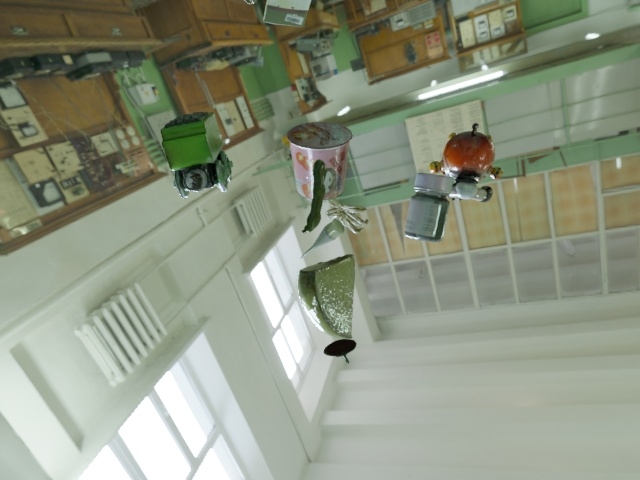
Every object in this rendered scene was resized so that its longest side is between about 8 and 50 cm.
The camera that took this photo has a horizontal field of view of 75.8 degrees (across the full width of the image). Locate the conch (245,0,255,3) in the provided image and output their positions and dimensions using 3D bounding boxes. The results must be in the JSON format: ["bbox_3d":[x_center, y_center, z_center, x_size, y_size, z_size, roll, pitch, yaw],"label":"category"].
[{"bbox_3d":[-0.236,-1.226,1.801,0.210,0.351,0.297,16,-162,16],"label":"conch"}]

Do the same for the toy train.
[{"bbox_3d":[-0.393,-0.281,1.333,0.174,0.248,0.307,-11,-155,-1],"label":"toy train"}]

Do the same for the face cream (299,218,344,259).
[{"bbox_3d":[0.000,0.000,1.724,0.224,0.070,0.114,-38,-178,34],"label":"face cream"}]

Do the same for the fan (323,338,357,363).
[{"bbox_3d":[0.052,0.267,0.987,0.085,0.005,0.133,-15,-169,-8],"label":"fan"}]

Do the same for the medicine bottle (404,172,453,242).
[{"bbox_3d":[0.452,-0.137,1.715,0.165,0.272,0.165,10,-173,-1],"label":"medicine bottle"}]

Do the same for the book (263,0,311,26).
[{"bbox_3d":[-0.129,-1.072,1.786,0.202,0.026,0.289,-3,152,-23],"label":"book"}]

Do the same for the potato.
[{"bbox_3d":[0.000,0.133,1.177,0.112,0.255,0.269,-9,-114,26],"label":"potato"}]

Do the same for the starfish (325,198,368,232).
[{"bbox_3d":[0.095,-0.124,1.794,0.071,0.238,0.216,-39,179,-41],"label":"starfish"}]

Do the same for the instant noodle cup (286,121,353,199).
[{"bbox_3d":[-0.003,-0.299,1.560,0.243,0.231,0.242,0,-142,0],"label":"instant noodle cup"}]

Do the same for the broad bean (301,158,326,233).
[{"bbox_3d":[-0.013,-0.141,1.313,0.053,0.255,0.052,8,169,10],"label":"broad bean"}]

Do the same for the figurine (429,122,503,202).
[{"bbox_3d":[0.651,-0.339,1.821,0.321,0.322,0.196,6,180,7],"label":"figurine"}]
